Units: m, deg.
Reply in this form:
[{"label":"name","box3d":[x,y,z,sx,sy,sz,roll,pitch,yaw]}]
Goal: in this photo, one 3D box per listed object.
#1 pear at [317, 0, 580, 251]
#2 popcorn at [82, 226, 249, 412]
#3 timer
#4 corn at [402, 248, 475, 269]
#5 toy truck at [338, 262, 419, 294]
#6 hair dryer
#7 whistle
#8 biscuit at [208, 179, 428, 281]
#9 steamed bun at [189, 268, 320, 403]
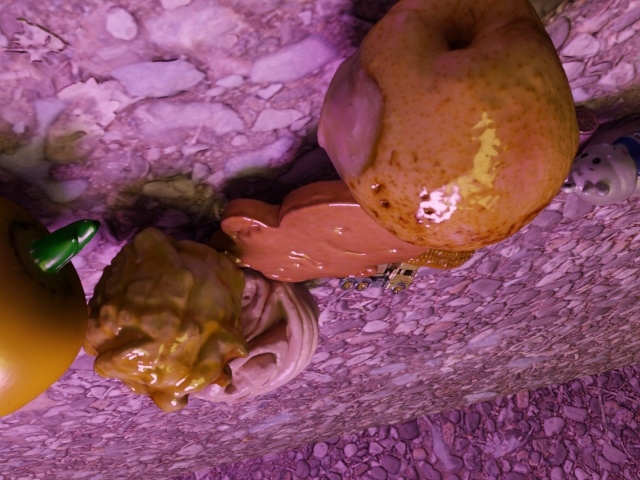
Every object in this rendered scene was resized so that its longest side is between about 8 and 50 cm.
[{"label":"pear","box3d":[0.137,-0.127,0.667,0.271,0.271,0.271,-13,152,-7]},{"label":"popcorn","box3d":[-0.200,0.100,0.874,0.195,0.254,0.256,-8,-168,19]},{"label":"timer","box3d":[-0.356,0.049,0.724,0.285,0.285,0.285,-13,152,-7]},{"label":"corn","box3d":[0.157,-0.004,1.071,0.262,0.097,0.097,9,143,-35]},{"label":"toy truck","box3d":[0.096,0.034,1.128,0.169,0.077,0.100,7,130,-32]},{"label":"hair dryer","box3d":[0.446,-0.146,1.030,0.220,0.053,0.195,-16,152,-15]},{"label":"whistle","box3d":[0.454,-0.112,0.937,0.245,0.110,0.092,-18,116,-9]},{"label":"biscuit","box3d":[0.000,0.002,0.909,0.275,0.052,0.355,23,153,-40]},{"label":"steamed bun","box3d":[-0.146,0.183,1.121,0.276,0.203,0.289,-31,151,32]}]
